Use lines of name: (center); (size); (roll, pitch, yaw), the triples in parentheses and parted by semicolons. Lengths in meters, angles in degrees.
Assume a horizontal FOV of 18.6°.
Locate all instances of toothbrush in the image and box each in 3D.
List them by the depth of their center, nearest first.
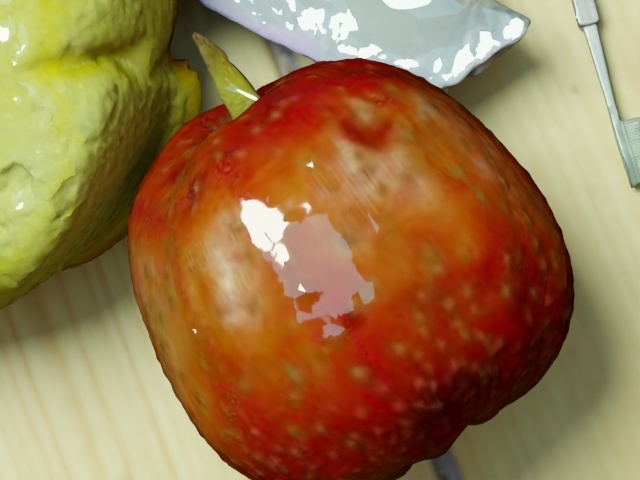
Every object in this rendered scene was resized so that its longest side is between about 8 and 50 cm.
toothbrush: (0.119, -0.118, 0.890); (0.017, 0.014, 0.194); (-18, 85, 5)

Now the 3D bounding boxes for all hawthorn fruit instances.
hawthorn fruit: (0.000, 0.000, 0.802); (0.179, 0.179, 0.200); (-35, 100, 3)

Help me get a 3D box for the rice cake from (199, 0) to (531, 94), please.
rice cake: (-0.093, -0.164, 0.889); (0.399, 0.064, 0.070); (28, 101, 7)

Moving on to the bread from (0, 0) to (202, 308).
bread: (-0.185, -0.091, 0.832); (0.270, 0.148, 0.270); (5, 107, 16)
